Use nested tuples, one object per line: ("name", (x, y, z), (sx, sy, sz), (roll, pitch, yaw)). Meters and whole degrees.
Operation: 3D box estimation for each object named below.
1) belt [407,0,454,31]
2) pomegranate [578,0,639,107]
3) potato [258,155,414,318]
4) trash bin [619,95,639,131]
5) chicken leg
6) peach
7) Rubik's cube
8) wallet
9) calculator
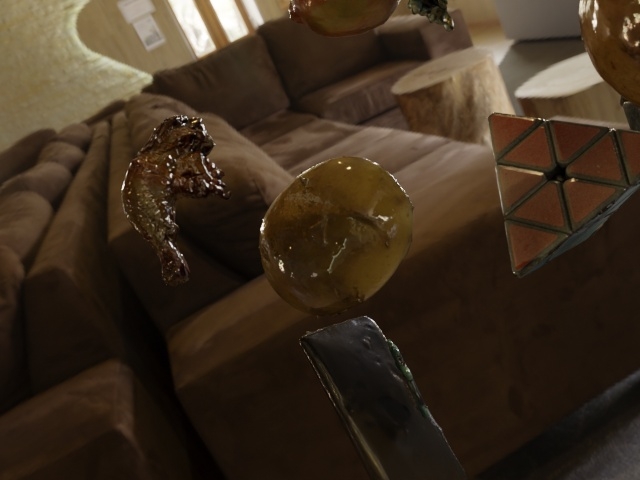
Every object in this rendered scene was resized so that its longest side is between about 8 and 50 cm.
("belt", (0.111, -0.327, 0.838), (0.179, 0.065, 0.100), (3, -22, -24))
("pomegranate", (0.461, -0.303, 0.786), (0.322, 0.322, 0.322), (-23, 20, 9))
("potato", (0.000, 0.000, 1.084), (0.299, 0.239, 0.116), (-43, -13, 26))
("trash bin", (0.825, -0.273, 1.295), (0.381, 0.259, 0.295), (-24, 8, 3))
("chicken leg", (-0.248, -0.081, 1.149), (0.083, 0.177, 0.322), (-36, 27, 48))
("peach", (0.042, -0.525, 1.384), (0.257, 0.232, 0.232), (-20, 20, 36))
("Rubik's cube", (0.402, -0.078, 1.097), (0.229, 0.228, 0.233), (3, 18, -6))
("wallet", (0.112, 0.305, 1.202), (0.197, 0.377, 0.051), (-13, -24, -44))
("calculator", (0.150, 0.239, 1.170), (0.019, 0.141, 0.094), (-25, 3, -3))
